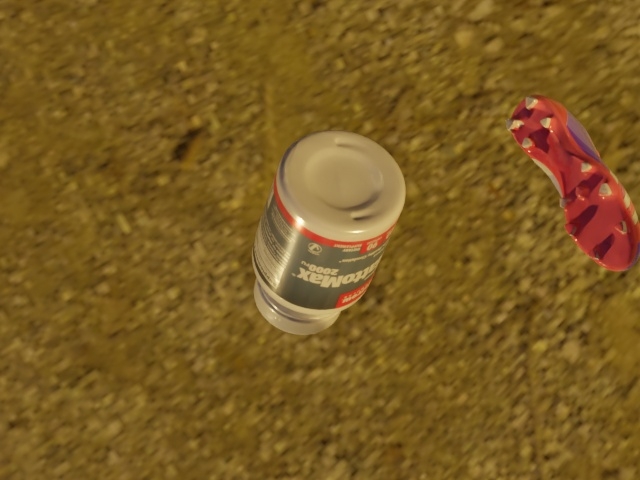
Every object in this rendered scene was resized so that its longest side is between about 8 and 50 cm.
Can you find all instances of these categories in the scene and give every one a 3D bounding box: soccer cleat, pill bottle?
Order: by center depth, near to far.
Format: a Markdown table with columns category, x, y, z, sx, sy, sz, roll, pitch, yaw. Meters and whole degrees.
| category | x | y | z | sx | sy | sz | roll | pitch | yaw |
| --- | --- | --- | --- | --- | --- | --- | --- | --- | --- |
| pill bottle | 0.000 | 0.000 | 1.461 | 0.108 | 0.108 | 0.180 | 37 | 145 | 12 |
| soccer cleat | 0.300 | -0.067 | 1.941 | 0.083 | 0.095 | 0.248 | -50 | 54 | 28 |
